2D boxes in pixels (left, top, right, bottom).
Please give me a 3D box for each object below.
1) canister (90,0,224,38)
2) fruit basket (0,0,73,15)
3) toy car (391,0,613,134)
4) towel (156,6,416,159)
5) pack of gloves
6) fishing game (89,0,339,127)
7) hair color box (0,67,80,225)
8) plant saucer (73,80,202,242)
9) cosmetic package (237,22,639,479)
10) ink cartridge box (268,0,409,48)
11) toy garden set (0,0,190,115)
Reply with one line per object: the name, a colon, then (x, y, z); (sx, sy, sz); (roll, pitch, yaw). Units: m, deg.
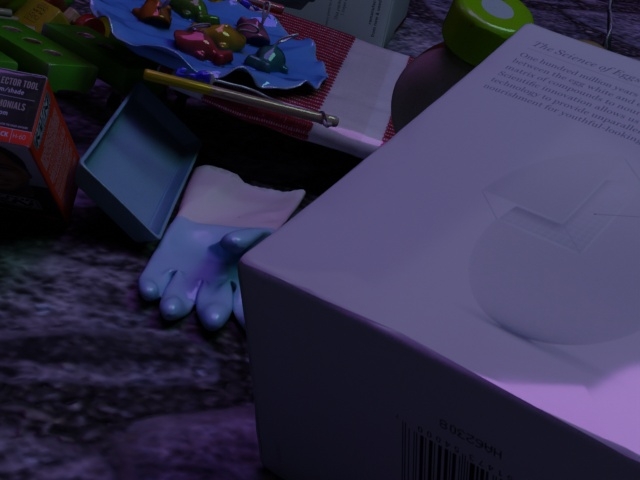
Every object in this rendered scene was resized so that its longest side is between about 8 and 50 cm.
canister: (-0.131, -0.231, 1.098); (0.126, 0.073, 0.170); (-25, 18, 21)
fruit basket: (-0.345, -0.288, 0.944); (0.392, 0.392, 0.283); (7, 25, -10)
toy car: (0.145, -0.096, 0.792); (0.149, 0.155, 0.188); (33, 42, 11)
towel: (0.054, -0.102, 0.941); (0.329, 0.037, 0.237); (20, 24, 0)
pack of gloves: (0.000, 0.000, 0.734); (0.195, 0.046, 0.232); (11, 24, 0)
fishing game: (-0.080, -0.163, 0.884); (0.189, 0.041, 0.264); (15, 25, -15)
hair color box: (-0.181, -0.053, 0.676); (0.072, 0.043, 0.141); (11, -17, 1)
plant saucer: (-0.119, -0.055, 0.794); (0.067, 0.018, 0.192); (46, 18, -14)
cosmetic package: (0.124, 0.039, 0.517); (0.224, 0.138, 0.224); (26, 49, 29)
ink cartridge box: (-0.023, -0.297, 1.307); (0.237, 0.100, 0.172); (16, 24, 7)
toy garden set: (-0.225, -0.144, 0.918); (0.204, 0.049, 0.244); (31, 23, 35)
